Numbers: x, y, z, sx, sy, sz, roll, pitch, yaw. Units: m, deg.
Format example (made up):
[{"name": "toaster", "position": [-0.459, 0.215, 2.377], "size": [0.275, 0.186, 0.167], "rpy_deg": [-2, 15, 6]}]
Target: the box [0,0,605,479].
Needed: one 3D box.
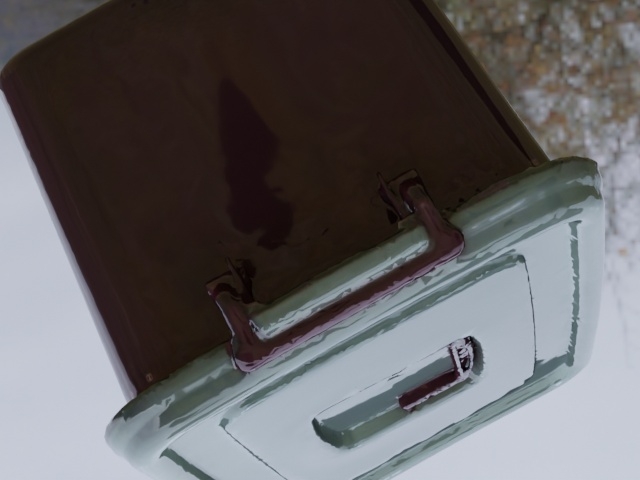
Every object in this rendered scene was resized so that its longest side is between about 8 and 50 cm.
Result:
[{"name": "box", "position": [0.000, 0.000, 0.599], "size": [0.193, 0.167, 0.294], "rpy_deg": [-27, 160, 0]}]
